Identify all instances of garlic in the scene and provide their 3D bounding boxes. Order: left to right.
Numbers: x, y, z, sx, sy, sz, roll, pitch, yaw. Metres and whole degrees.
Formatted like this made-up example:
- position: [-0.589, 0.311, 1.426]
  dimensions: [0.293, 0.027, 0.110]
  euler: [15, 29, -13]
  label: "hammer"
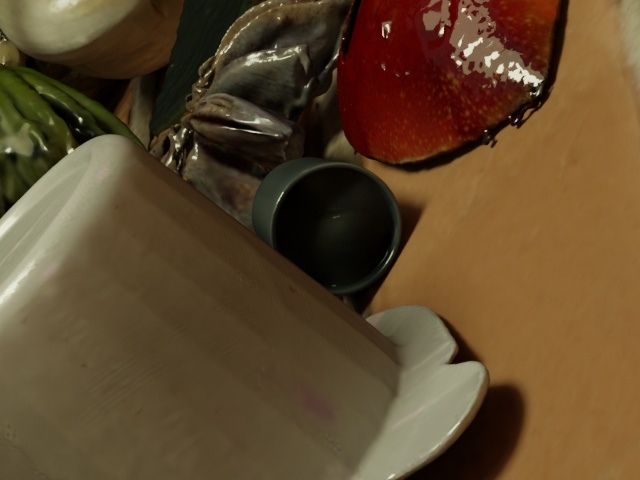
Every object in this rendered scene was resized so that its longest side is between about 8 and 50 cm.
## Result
- position: [-0.160, -0.243, 1.708]
  dimensions: [0.203, 0.184, 0.281]
  euler: [-9, 27, 30]
  label: "garlic"

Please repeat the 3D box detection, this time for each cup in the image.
- position: [0.000, 0.000, 1.173]
  dimensions: [0.077, 0.078, 0.100]
  euler: [-151, 61, -74]
  label: "cup"

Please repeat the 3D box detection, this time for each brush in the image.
- position: [-0.066, -0.162, 1.530]
  dimensions: [0.123, 0.059, 0.197]
  euler: [-37, 31, 41]
  label: "brush"

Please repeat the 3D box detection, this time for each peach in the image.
- position: [0.065, -0.136, 1.205]
  dimensions: [0.189, 0.068, 0.279]
  euler: [-58, 22, 7]
  label: "peach"

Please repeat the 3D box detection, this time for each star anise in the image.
- position: [-0.053, -0.067, 1.339]
  dimensions: [0.236, 0.093, 0.229]
  euler: [-62, 15, -1]
  label: "star anise"

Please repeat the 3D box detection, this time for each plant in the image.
- position: [-0.239, -0.127, 1.559]
  dimensions: [0.251, 0.180, 0.333]
  euler: [-36, 67, 52]
  label: "plant"

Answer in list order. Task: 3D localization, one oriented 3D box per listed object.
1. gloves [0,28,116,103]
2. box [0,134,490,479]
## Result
- position: [-0.278, -0.210, 1.869]
  dimensions: [0.356, 0.203, 0.155]
  euler: [-98, 20, -66]
  label: "gloves"
- position: [-0.081, 0.069, 1.009]
  dimensions: [0.291, 0.206, 0.262]
  euler: [-30, 25, 52]
  label: "box"
